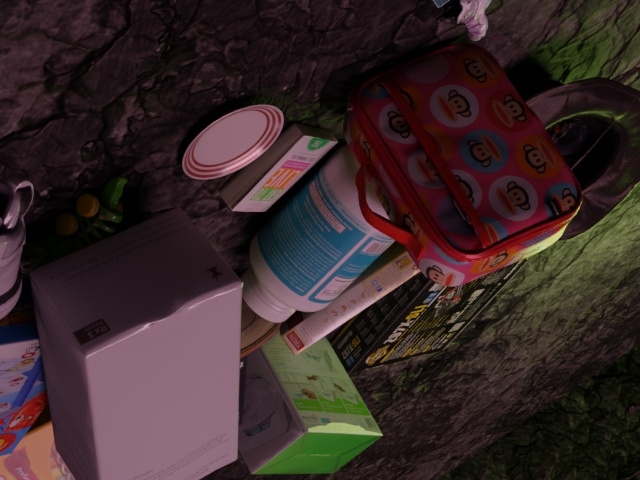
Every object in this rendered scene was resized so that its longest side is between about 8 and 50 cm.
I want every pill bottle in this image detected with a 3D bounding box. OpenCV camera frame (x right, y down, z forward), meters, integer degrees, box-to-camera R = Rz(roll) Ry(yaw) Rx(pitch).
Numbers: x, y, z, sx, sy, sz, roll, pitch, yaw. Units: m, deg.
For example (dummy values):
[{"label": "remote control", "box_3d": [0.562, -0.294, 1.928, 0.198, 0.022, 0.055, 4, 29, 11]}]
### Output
[{"label": "pill bottle", "box_3d": [0.000, 0.000, 1.945, 0.264, 0.146, 0.146, -45, 154, 27]}]

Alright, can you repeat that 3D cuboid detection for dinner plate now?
[{"label": "dinner plate", "box_3d": [-0.110, -0.125, 1.725, 0.141, 0.017, 0.141, -26, 155, -13]}]

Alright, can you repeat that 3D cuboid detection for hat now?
[{"label": "hat", "box_3d": [0.346, -0.149, 2.097, 0.331, 0.134, 0.331, -14, 137, -14]}]

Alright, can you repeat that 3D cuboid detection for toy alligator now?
[{"label": "toy alligator", "box_3d": [-0.293, -0.003, 1.693, 0.190, 0.051, 0.056, -41, 155, 19]}]

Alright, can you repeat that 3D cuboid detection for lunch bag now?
[{"label": "lunch bag", "box_3d": [0.161, -0.093, 1.781, 0.258, 0.293, 0.120, -23, 160, -21]}]

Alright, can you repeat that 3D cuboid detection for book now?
[{"label": "book", "box_3d": [-0.054, -0.095, 1.842, 0.144, 0.035, 0.096, -43, 158, 21]}]

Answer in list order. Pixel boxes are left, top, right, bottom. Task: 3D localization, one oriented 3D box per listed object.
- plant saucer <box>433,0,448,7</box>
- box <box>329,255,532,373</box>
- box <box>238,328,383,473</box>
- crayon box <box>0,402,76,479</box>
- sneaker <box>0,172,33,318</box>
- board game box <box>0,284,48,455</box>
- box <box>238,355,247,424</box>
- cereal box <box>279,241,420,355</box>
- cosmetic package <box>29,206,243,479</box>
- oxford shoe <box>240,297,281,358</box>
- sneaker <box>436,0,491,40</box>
[{"label": "plant saucer", "box_3d": [0.205, -0.353, 1.667, 0.192, 0.018, 0.067, -35, 157, 9]}, {"label": "box", "box_3d": [0.199, 0.100, 2.477, 0.257, 0.079, 0.322, -7, 146, -41]}, {"label": "box", "box_3d": [-0.051, 0.249, 2.263, 0.127, 0.231, 0.262, -40, 156, 19]}, {"label": "crayon box", "box_3d": [-0.410, 0.337, 2.066, 0.319, 0.081, 0.202, -28, 124, -7]}, {"label": "sneaker", "box_3d": [-0.463, 0.031, 1.457, 0.366, 0.137, 0.210, -20, 154, -38]}, {"label": "board game box", "box_3d": [-0.484, 0.188, 1.791, 0.308, 0.086, 0.302, -7, 146, -44]}, {"label": "box", "box_3d": [-0.197, 0.205, 2.085, 0.156, 0.093, 0.158, -10, 113, -41]}, {"label": "cereal box", "box_3d": [0.043, 0.078, 2.178, 0.240, 0.047, 0.173, -34, -170, 3]}, {"label": "cosmetic package", "box_3d": [-0.226, 0.167, 1.766, 0.217, 0.156, 0.385, -24, 142, -26]}, {"label": "oxford shoe", "box_3d": [-0.175, 0.100, 1.961, 0.348, 0.123, 0.130, -10, 143, -43]}, {"label": "sneaker", "box_3d": [0.175, -0.281, 1.751, 0.069, 0.038, 0.098, -23, 146, -16]}]
